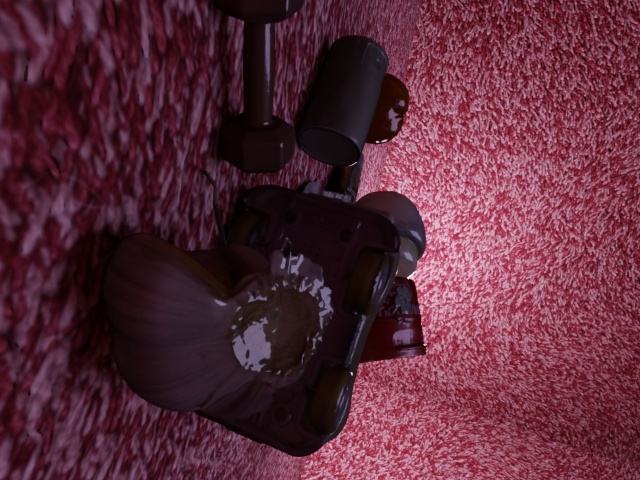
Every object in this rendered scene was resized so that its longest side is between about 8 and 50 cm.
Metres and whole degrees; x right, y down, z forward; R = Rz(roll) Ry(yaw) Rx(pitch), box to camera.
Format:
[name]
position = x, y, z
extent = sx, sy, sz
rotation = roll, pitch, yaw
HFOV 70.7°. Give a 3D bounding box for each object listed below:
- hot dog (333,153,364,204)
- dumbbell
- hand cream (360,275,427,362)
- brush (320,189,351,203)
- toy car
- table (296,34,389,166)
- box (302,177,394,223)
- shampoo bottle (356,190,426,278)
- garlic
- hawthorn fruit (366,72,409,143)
[hot dog]
position = 0.073, -0.162, 1.310
extent = 0.162, 0.082, 0.270
rotation = 101, 3, -49
[dumbbell]
position = -0.068, -0.187, 0.497
extent = 0.092, 0.082, 0.230
rotation = -64, 165, -51
[hand cream]
position = 0.079, 0.154, 0.848
extent = 0.230, 0.230, 0.149
rotation = 69, 14, -73
[brush]
position = 0.000, 0.000, 1.196
extent = 0.103, 0.013, 0.272
rotation = 7, 109, -39
[toy car]
position = -0.028, 0.113, 0.678
extent = 0.226, 0.242, 0.335
rotation = 42, 65, -72
[table]
position = 0.045, -0.268, 0.871
extent = 0.126, 0.126, 0.219
rotation = 78, 27, -68
[box]
position = 0.055, -0.004, 1.023
extent = 0.262, 0.207, 0.291
rotation = 94, 11, -51
[shampoo bottle]
position = 0.239, -0.017, 1.731
extent = 0.322, 0.323, 0.317
rotation = 89, 6, -56
[garlic]
position = -0.082, 0.036, 0.440
extent = 0.207, 0.207, 0.256
rotation = 86, 14, -60
[hawthorn fruit]
position = 0.124, -0.325, 1.085
extent = 0.189, 0.189, 0.189
rotation = 15, 90, -80
